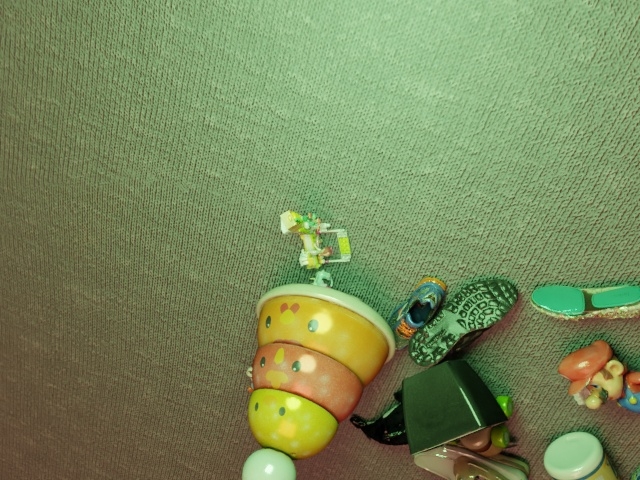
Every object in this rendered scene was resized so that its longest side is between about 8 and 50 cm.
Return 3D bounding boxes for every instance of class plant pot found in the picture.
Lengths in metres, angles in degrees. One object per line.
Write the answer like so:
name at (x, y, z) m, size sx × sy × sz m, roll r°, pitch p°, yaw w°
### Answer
plant pot at (0.292, 0.374, 1.696) m, size 0.187 × 0.188 × 0.167 m, roll -28°, pitch 69°, yaw 24°

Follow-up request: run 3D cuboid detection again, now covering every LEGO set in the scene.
LEGO set at (0.000, 0.000, 1.685) m, size 0.107 × 0.132 × 0.287 m, roll -3°, pitch 140°, yaw 15°

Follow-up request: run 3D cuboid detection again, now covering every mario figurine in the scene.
mario figurine at (0.675, 0.355, 1.637) m, size 0.320 × 0.170 × 0.198 m, roll 24°, pitch 125°, yaw 3°

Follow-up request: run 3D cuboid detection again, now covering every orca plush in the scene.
orca plush at (0.180, 0.469, 1.888) m, size 0.287 × 0.102 × 0.151 m, roll -9°, pitch 92°, yaw 43°

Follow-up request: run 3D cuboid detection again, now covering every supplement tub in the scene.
supplement tub at (0.647, 0.581, 1.788) m, size 0.144 × 0.144 × 0.199 m, roll -24°, pitch 109°, yaw 29°

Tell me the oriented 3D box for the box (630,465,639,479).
box at (0.846, 0.612, 1.791) m, size 0.169 × 0.054 × 0.059 m, roll 23°, pitch 123°, yaw 6°

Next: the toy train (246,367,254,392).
toy train at (-0.115, 0.383, 1.998) m, size 0.166 × 0.046 × 0.125 m, roll 10°, pitch 120°, yaw 10°

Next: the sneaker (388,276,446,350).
sneaker at (0.215, 0.183, 1.742) m, size 0.083 × 0.087 × 0.221 m, roll 28°, pitch 124°, yaw 3°

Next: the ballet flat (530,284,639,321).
ballet flat at (0.582, 0.144, 1.601) m, size 0.241 × 0.091 × 0.077 m, roll -2°, pitch 140°, yaw 24°

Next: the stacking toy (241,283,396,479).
stacking toy at (-0.046, 0.369, 1.668) m, size 0.351 × 0.480 × 0.350 m, roll 14°, pitch 147°, yaw 9°

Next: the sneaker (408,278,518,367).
sneaker at (0.333, 0.190, 1.712) m, size 0.283 × 0.124 × 0.107 m, roll -37°, pitch 66°, yaw 12°

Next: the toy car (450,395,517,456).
toy car at (0.417, 0.474, 1.839) m, size 0.155 × 0.149 × 0.188 m, roll -6°, pitch 143°, yaw 34°

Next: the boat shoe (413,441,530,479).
boat shoe at (0.382, 0.598, 1.905) m, size 0.302 × 0.103 × 0.113 m, roll 8°, pitch 133°, yaw 16°
